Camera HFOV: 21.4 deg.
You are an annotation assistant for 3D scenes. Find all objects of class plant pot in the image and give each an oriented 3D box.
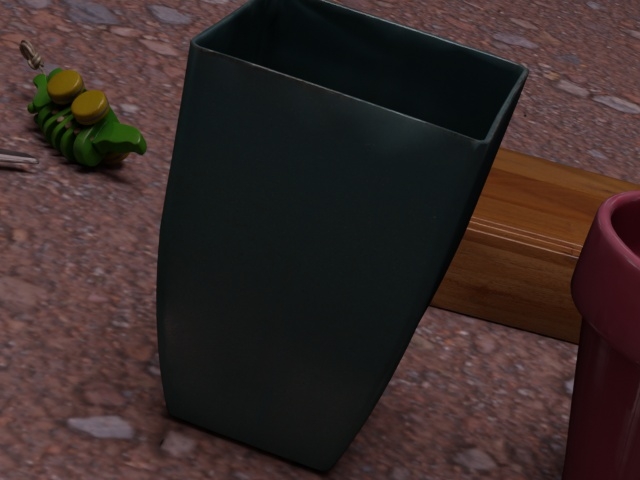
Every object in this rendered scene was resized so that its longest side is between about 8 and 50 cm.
[{"bbox_3d":[0.000,0.000,0.986,0.165,0.234,0.165,19,23,8],"label":"plant pot"},{"bbox_3d":[0.231,0.092,0.999,0.201,0.180,0.201,13,23,-6],"label":"plant pot"}]

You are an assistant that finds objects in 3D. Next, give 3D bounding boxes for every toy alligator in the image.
[{"bbox_3d":[-0.203,-0.101,1.325,0.051,0.056,0.189,-40,48,-14],"label":"toy alligator"}]

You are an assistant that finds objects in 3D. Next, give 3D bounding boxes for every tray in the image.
[{"bbox_3d":[0.198,0.005,1.318,0.411,0.076,0.203,14,23,-3],"label":"tray"}]

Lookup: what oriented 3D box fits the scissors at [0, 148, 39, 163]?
[{"bbox_3d":[-0.355,-0.075,1.206,0.297,0.021,0.109,16,20,-4],"label":"scissors"}]
